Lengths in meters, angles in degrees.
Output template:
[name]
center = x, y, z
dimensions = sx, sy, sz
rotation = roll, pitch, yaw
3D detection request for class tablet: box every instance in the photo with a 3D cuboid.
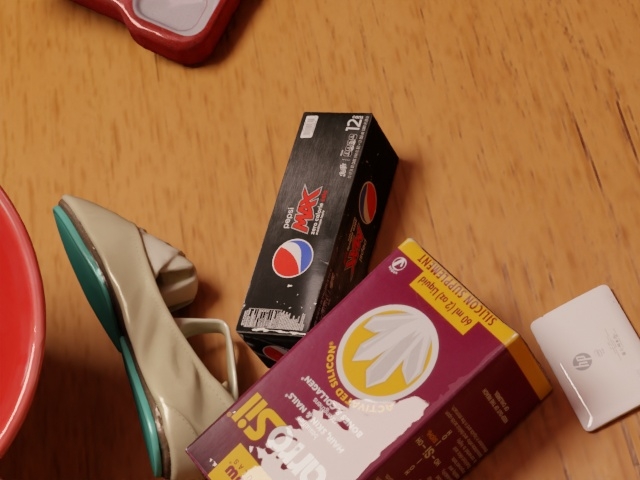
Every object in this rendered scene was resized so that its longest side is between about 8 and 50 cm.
[tablet]
center = 0.165, 0.069, 0.889
dimensions = 0.054, 0.006, 0.083
rotation = -29, 52, 7

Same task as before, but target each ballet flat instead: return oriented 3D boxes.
[ballet flat]
center = -0.107, 0.056, 0.991
dimensions = 0.086, 0.086, 0.248
rotation = -32, 54, 4

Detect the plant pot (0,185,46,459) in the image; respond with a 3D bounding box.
[plant pot]
center = -0.327, 0.070, 0.934
dimensions = 0.275, 0.243, 0.275
rotation = 6, 72, -20

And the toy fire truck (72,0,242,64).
[toy fire truck]
center = -0.131, -0.307, 1.187
dimensions = 0.254, 0.169, 0.302
rotation = 26, 73, 10

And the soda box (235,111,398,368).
[soda box]
center = 0.000, 0.000, 0.976
dimensions = 0.053, 0.060, 0.169
rotation = 4, 62, 26

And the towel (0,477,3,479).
[towel]
center = -0.147, 0.234, 0.837
dimensions = 0.029, 0.197, 0.144
rotation = -11, 48, 61

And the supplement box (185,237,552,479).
[supplement box]
center = 0.029, 0.106, 0.883
dimensions = 0.188, 0.081, 0.104
rotation = -43, 52, -4
